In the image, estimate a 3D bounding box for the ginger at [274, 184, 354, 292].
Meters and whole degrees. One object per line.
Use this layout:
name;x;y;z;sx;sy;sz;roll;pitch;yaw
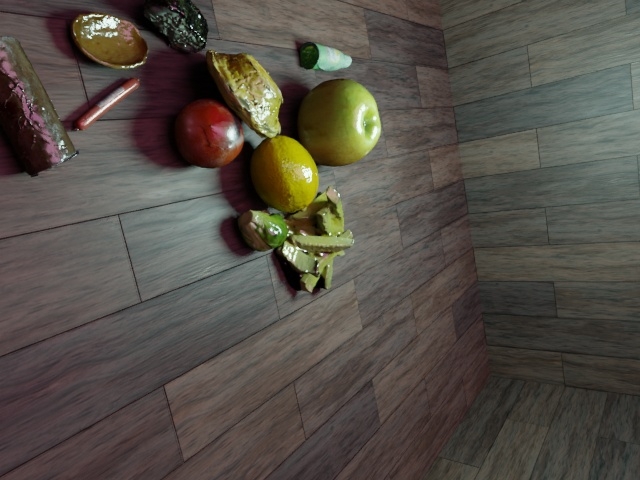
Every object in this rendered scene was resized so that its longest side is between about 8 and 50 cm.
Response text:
ginger;0.000;0.000;1.717;0.358;0.211;0.413;-11;96;-49

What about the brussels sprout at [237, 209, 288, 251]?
brussels sprout;-0.193;-0.036;1.536;0.183;0.131;0.145;-9;89;-54

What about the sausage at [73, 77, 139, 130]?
sausage;-0.560;-0.365;1.187;0.034;0.034;0.253;57;48;-31

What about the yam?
yam;-0.655;-0.289;0.994;0.131;0.131;0.280;-39;116;-45

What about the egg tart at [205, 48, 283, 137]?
egg tart;-0.221;-0.484;1.430;0.341;0.132;0.341;51;15;-19

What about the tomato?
tomato;-0.329;-0.321;1.347;0.208;0.184;0.208;3;86;-50

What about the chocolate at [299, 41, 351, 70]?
chocolate;0.036;-0.772;1.907;0.291;0.110;0.110;-22;105;-52

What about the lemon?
lemon;-0.125;-0.227;1.556;0.263;0.236;0.236;39;49;3

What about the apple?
apple;0.083;-0.461;1.774;0.338;0.305;0.339;8;80;-52

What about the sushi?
sushi;-0.423;-0.648;1.309;0.212;0.147;0.115;29;58;-65

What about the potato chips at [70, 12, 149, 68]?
potato chips;-0.556;-0.523;1.191;0.201;0.049;0.150;-35;110;-45
